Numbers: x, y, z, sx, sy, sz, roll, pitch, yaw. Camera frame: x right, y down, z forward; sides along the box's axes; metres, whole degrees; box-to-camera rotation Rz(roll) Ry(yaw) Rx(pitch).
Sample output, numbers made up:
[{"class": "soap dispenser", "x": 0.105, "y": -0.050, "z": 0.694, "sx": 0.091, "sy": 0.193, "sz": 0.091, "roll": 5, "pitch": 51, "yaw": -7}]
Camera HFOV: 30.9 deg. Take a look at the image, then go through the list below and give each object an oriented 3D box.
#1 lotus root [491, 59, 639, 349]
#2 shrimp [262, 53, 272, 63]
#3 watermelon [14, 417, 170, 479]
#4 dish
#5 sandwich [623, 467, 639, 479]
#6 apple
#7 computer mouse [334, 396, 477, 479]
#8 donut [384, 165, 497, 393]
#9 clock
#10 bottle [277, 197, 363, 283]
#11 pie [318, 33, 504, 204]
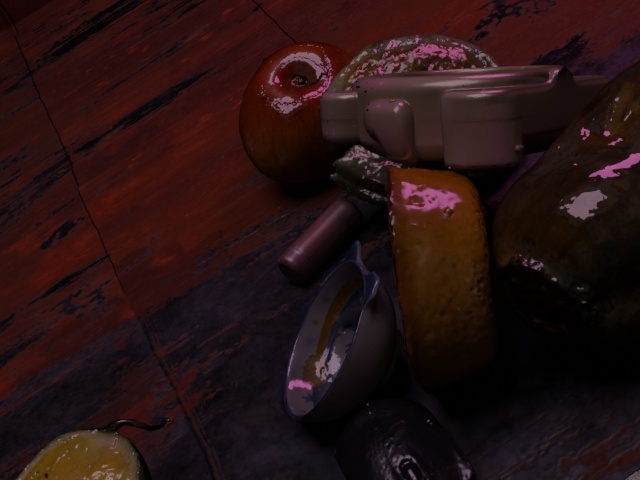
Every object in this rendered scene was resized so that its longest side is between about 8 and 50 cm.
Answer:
[{"class": "lotus root", "x": 0.342, "y": -0.032, "z": 1.260, "sx": 0.346, "sy": 0.250, "sz": 0.250, "roll": -39, "pitch": 34, "yaw": -20}, {"class": "shrimp", "x": -0.060, "y": -0.219, "z": 1.982, "sx": 0.117, "sy": 0.066, "sz": 0.262, "roll": -2, "pitch": 52, "yaw": 5}, {"class": "watermelon", "x": -0.276, "y": 0.330, "z": 1.363, "sx": 0.204, "sy": 0.127, "sz": 0.232, "roll": -8, "pitch": 41, "yaw": 31}, {"class": "dish", "x": 0.041, "y": 0.122, "z": 1.393, "sx": 0.236, "sy": 0.086, "sz": 0.228, "roll": -33, "pitch": 38, "yaw": 61}, {"class": "sandwich", "x": 0.337, "y": 0.240, "z": 1.095, "sx": 0.135, "sy": 0.029, "sz": 0.067, "roll": -8, "pitch": 39, "yaw": 31}, {"class": "apple", "x": -0.025, "y": -0.205, "z": 1.811, "sx": 0.210, "sy": 0.173, "sz": 0.235, "roll": -1, "pitch": 50, "yaw": 6}, {"class": "computer mouse", "x": 0.082, "y": 0.234, "z": 1.261, "sx": 0.122, "sy": 0.073, "sz": 0.217, "roll": -33, "pitch": 35, "yaw": -5}, {"class": "donut", "x": 0.137, "y": 0.039, "z": 1.323, "sx": 0.108, "sy": 0.278, "sz": 0.278, "roll": -6, "pitch": 37, "yaw": 4}, {"class": "clock", "x": 0.177, "y": -0.158, "z": 1.448, "sx": 0.309, "sy": 0.114, "sz": 0.284, "roll": 6, "pitch": 16, "yaw": 43}, {"class": "bottle", "x": 0.000, "y": 0.000, "z": 1.651, "sx": 0.140, "sy": 0.053, "sz": 0.053, "roll": -45, "pitch": 36, "yaw": -21}, {"class": "pie", "x": 0.146, "y": -0.176, "z": 1.665, "sx": 0.302, "sy": 0.067, "sz": 0.303, "roll": -3, "pitch": 61, "yaw": 6}]
